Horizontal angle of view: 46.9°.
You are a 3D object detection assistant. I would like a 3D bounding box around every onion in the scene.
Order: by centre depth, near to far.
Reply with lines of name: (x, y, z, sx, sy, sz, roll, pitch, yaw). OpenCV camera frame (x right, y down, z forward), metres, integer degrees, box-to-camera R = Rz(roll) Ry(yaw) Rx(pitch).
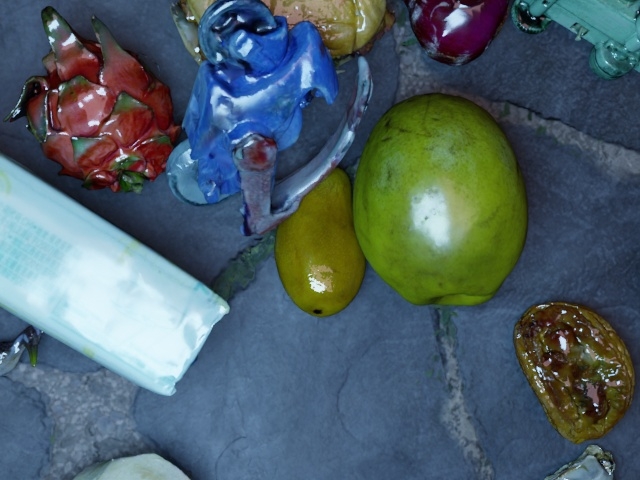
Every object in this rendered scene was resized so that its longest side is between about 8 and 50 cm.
onion: (0.189, -0.365, 1.110, 0.198, 0.135, 0.173, 20, 83, -5)

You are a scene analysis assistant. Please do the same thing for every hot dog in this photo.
hot dog: (0.391, 0.201, 1.138, 0.160, 0.099, 0.227, -34, 90, -8)

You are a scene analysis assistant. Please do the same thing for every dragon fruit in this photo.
dragon fruit: (-0.305, -0.184, 1.012, 0.192, 0.193, 0.274, -26, 92, 21)

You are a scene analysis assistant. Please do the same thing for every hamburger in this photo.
hamburger: (-0.064, -0.311, 1.065, 0.282, 0.155, 0.245, 34, 87, -9)

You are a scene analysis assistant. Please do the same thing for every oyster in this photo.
oyster: (0.404, 0.397, 1.154, 0.166, 0.053, 0.108, -35, 74, -1)

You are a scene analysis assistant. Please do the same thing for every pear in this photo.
pear: (0.172, -0.060, 1.046, 0.253, 0.253, 0.307, 5, 78, -7)

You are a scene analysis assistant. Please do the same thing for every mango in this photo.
mango: (0.000, 0.000, 1.093, 0.136, 0.099, 0.227, 2, 80, -3)

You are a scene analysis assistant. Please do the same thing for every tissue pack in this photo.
tissue pack: (-0.322, 0.038, 0.954, 0.388, 0.287, 0.162, 33, 78, -6)

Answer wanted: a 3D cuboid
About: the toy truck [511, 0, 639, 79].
toy truck: (0.440, -0.370, 1.139, 0.279, 0.155, 0.156, 29, 75, -5)

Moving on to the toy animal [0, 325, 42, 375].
toy animal: (-0.467, 0.172, 1.039, 0.202, 0.070, 0.105, -36, 74, -3)

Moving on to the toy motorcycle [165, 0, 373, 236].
toy motorcycle: (-0.074, -0.173, 0.993, 0.241, 0.319, 0.182, -20, 55, -43)

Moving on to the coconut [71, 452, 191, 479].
coconut: (-0.261, 0.397, 0.991, 0.241, 0.241, 0.241, 0, 88, -8)
